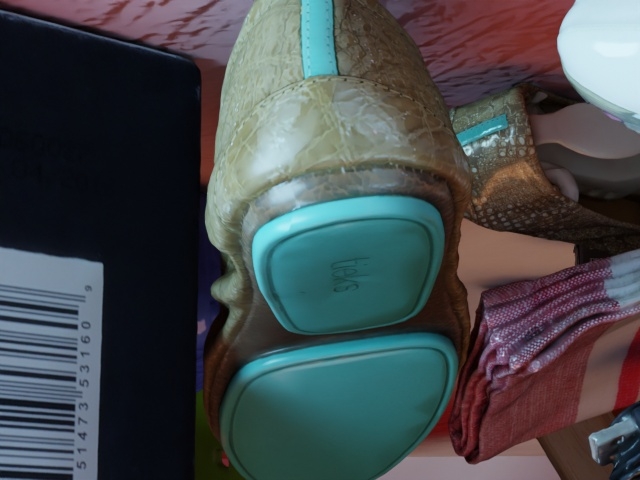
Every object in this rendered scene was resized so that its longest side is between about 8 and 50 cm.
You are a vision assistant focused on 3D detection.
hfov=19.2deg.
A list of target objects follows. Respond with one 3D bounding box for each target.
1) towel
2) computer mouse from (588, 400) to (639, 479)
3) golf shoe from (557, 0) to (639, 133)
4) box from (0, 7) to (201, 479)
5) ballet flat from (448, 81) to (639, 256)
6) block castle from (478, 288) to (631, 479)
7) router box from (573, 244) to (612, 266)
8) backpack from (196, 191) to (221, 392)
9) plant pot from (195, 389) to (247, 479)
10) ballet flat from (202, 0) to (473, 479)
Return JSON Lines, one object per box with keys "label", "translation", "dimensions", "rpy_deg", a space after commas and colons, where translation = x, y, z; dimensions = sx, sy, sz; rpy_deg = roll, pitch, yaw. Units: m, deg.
{"label": "towel", "translation": [0.223, 0.029, 0.879], "dimensions": [0.329, 0.037, 0.237], "rpy_deg": [-15, 163, -4]}
{"label": "computer mouse", "translation": [0.211, 0.052, 0.774], "dimensions": [0.188, 0.072, 0.272], "rpy_deg": [-19, 176, -1]}
{"label": "golf shoe", "translation": [0.151, -0.079, 0.580], "dimensions": [0.186, 0.067, 0.086], "rpy_deg": [-1, 139, 37]}
{"label": "box", "translation": [-0.212, 0.077, 0.775], "dimensions": [0.294, 0.296, 0.182], "rpy_deg": [-9, 166, 43]}
{"label": "ballet flat", "translation": [0.140, -0.027, 0.826], "dimensions": [0.206, 0.073, 0.067], "rpy_deg": [4, 155, -37]}
{"label": "block castle", "translation": [0.139, 0.221, 1.458], "dimensions": [0.303, 0.213, 0.453], "rpy_deg": [-33, 154, 7]}
{"label": "router box", "translation": [0.207, 0.009, 1.081], "dimensions": [0.122, 0.038, 0.092], "rpy_deg": [-1, 170, 10]}
{"label": "backpack", "translation": [-0.080, 0.023, 1.037], "dimensions": [0.101, 0.098, 0.120], "rpy_deg": [-7, 158, -6]}
{"label": "plant pot", "translation": [-0.141, 0.134, 1.228], "dimensions": [0.228, 0.227, 0.207], "rpy_deg": [6, -160, -29]}
{"label": "ballet flat", "translation": [0.000, 0.000, 0.766], "dimensions": [0.116, 0.124, 0.342], "rpy_deg": [-7, 157, -1]}
